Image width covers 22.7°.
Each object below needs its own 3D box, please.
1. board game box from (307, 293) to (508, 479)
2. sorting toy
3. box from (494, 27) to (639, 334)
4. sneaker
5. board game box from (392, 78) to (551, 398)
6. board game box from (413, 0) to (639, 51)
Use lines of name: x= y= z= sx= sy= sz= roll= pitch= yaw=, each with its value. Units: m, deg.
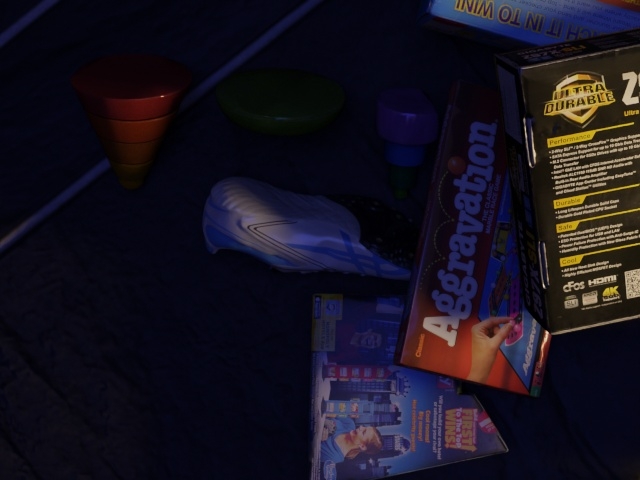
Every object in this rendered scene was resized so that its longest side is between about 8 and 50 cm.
board game box: x=0.087 y=0.151 z=1.554 sx=0.194 sy=0.060 sz=0.194 roll=2 pitch=87 yaw=5
sorting toy: x=-0.066 y=-0.096 z=1.580 sx=0.365 sy=0.127 sz=0.126 roll=6 pitch=117 yaw=4
box: x=0.335 y=-0.071 z=1.453 sx=0.322 sy=0.079 sz=0.257 roll=-12 pitch=108 yaw=-6
sneaker: x=0.000 y=0.000 z=1.571 sx=0.237 sy=0.085 sz=0.086 roll=14 pitch=130 yaw=-1
board game box: x=0.167 y=-0.002 z=1.526 sx=0.145 sy=0.027 sz=0.281 roll=14 pitch=79 yaw=-11
board game box: x=0.275 y=-0.314 z=1.509 sx=0.308 sy=0.086 sz=0.302 roll=15 pitch=89 yaw=-7
